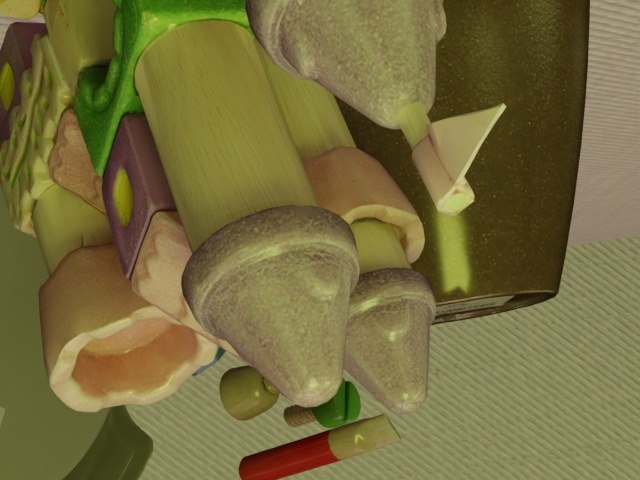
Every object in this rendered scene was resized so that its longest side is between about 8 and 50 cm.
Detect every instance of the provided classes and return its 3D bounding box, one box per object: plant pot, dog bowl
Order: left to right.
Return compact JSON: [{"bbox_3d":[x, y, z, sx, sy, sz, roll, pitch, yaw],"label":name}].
[{"bbox_3d":[-0.248,0.066,1.129,0.102,0.348,0.349,1,179,34],"label":"dog bowl"},{"bbox_3d":[0.049,-0.075,0.796,0.215,0.230,0.215,-9,172,-1],"label":"plant pot"}]

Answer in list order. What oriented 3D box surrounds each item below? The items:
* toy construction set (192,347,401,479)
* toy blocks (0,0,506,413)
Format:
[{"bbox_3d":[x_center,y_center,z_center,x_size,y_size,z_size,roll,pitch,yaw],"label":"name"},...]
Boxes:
[{"bbox_3d":[0.000,0.000,1.116,0.237,0.308,0.257,-21,174,36],"label":"toy construction set"},{"bbox_3d":[-0.060,-0.040,0.514,0.309,0.260,0.288,-4,144,-25],"label":"toy blocks"}]
